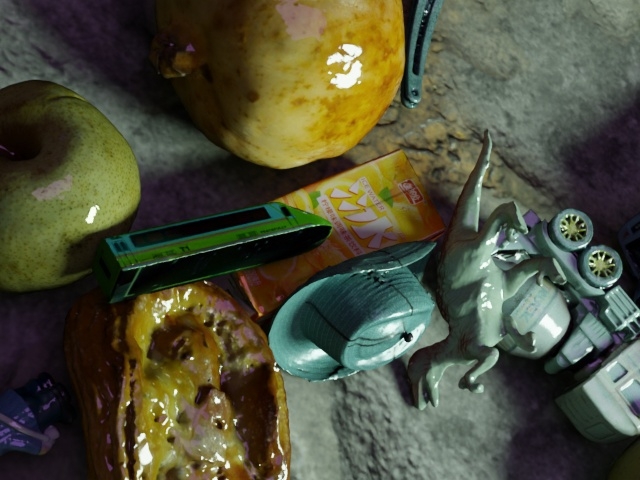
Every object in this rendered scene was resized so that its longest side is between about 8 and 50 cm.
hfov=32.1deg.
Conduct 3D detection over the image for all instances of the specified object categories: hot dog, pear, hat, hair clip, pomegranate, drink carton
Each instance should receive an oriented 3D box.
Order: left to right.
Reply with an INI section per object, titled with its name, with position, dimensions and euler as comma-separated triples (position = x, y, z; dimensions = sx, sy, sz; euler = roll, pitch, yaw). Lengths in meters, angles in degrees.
[pear]
position = -0.226, -0.041, 0.898
dimensions = 0.167, 0.136, 0.167
euler = -9, 55, 13
[hot dog]
position = -0.112, 0.149, 0.886
dimensions = 0.175, 0.114, 0.259
euler = 0, 69, -38
[pomegranate]
position = -0.041, -0.187, 1.002
dimensions = 0.248, 0.248, 0.248
euler = 9, 66, -21
[drink carton]
position = 0.000, 0.000, 1.029
dimensions = 0.223, 0.071, 0.096
euler = -24, 80, -31
[hat]
position = 0.048, 0.068, 0.984
dimensions = 0.191, 0.138, 0.078
euler = -22, 51, -33
[hair clip]
position = 0.117, -0.236, 1.195
dimensions = 0.039, 0.070, 0.229
euler = 21, 70, -19

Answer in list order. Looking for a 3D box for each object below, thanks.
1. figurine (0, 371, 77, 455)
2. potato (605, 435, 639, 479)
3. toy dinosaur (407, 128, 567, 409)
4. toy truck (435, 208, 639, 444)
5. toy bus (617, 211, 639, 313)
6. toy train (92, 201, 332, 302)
[figurine]
position = -0.256, 0.147, 0.851
dimensions = 0.077, 0.079, 0.136
euler = 27, 55, 37
[potato]
position = 0.349, 0.238, 1.042
dimensions = 0.157, 0.157, 0.194
euler = 45, 65, -2
[toy dinosaur]
position = 0.137, 0.022, 1.028
dimensions = 0.053, 0.167, 0.242
euler = 8, 68, -55
[toy truck]
position = 0.235, 0.083, 1.083
dimensions = 0.140, 0.108, 0.256
euler = -34, 80, -17
[toy bus]
position = 0.422, -0.016, 1.195
dimensions = 0.292, 0.125, 0.133
euler = -39, 87, -33
[toy train]
position = -0.084, 0.000, 0.910
dimensions = 0.209, 0.044, 0.042
euler = -14, 59, -37
